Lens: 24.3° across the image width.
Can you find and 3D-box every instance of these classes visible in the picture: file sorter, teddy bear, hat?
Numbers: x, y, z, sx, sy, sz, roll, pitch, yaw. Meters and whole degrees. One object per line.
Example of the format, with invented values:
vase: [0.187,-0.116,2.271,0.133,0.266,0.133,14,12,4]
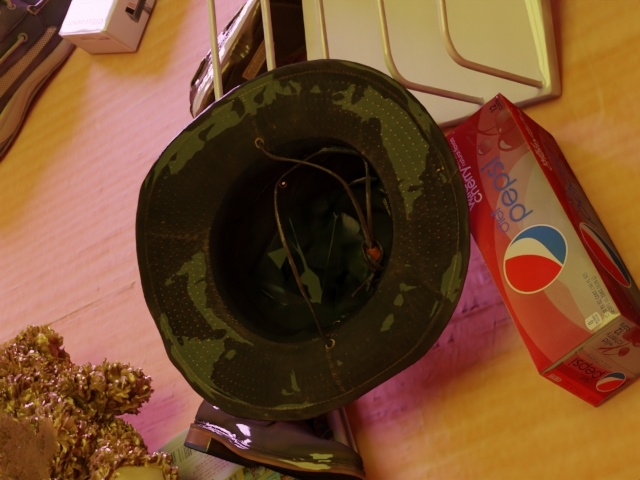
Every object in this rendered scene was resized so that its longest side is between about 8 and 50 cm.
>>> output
file sorter: [0.052,-0.206,1.384,0.277,0.173,0.193,-13,78,38]
teddy bear: [-0.245,0.224,1.504,0.338,0.113,0.245,13,96,49]
hat: [0.000,0.000,1.333,0.331,0.134,0.331,0,89,27]

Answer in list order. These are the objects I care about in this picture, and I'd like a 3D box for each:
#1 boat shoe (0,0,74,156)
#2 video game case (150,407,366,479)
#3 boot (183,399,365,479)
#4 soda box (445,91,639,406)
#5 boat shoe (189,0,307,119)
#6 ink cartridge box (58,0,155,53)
boat shoe: [-0.409,-0.262,1.913,0.132,0.130,0.355,22,83,47]
video game case: [-0.060,0.233,1.382,0.227,0.026,0.206,-36,47,21]
boot: [-0.035,0.153,1.326,0.219,0.082,0.106,4,73,46]
soda box: [0.186,0.003,1.232,0.083,0.092,0.263,-40,46,20]
boat shoe: [-0.060,-0.231,1.600,0.257,0.095,0.095,-50,30,3]
ink cartridge box: [-0.256,-0.303,1.848,0.099,0.056,0.135,5,71,45]
